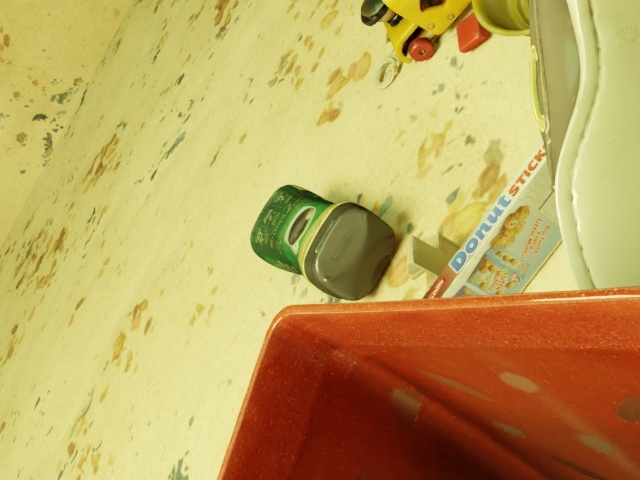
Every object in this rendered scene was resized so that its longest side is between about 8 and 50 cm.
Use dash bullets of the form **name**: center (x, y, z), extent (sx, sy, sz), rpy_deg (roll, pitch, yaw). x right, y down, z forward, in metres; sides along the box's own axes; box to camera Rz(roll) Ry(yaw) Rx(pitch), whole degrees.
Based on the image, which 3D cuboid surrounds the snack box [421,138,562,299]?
- **snack box**: center (0.150, 0.001, 0.638), extent (0.178, 0.064, 0.022), rpy_deg (-55, 32, 12)

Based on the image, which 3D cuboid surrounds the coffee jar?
- **coffee jar**: center (0.000, 0.000, 0.862), extent (0.096, 0.079, 0.184), rpy_deg (-60, 28, -3)

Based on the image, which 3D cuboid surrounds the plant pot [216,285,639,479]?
- **plant pot**: center (0.099, 0.193, 0.382), extent (0.267, 0.236, 0.267), rpy_deg (-10, 57, 56)

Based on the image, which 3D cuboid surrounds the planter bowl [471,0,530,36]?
- **planter bowl**: center (0.237, -0.243, 0.683), extent (0.217, 0.090, 0.217), rpy_deg (-39, 37, 36)

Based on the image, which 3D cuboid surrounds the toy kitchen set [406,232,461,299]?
- **toy kitchen set**: center (0.079, 0.040, 0.714), extent (0.075, 0.068, 0.083), rpy_deg (-35, 38, 38)

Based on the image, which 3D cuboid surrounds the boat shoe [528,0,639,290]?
- **boat shoe**: center (0.196, -0.095, 0.541), extent (0.097, 0.117, 0.324), rpy_deg (-18, -79, -89)

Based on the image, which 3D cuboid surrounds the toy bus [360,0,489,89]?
- **toy bus**: center (0.101, -0.284, 0.898), extent (0.191, 0.104, 0.202), rpy_deg (9, 81, 58)
